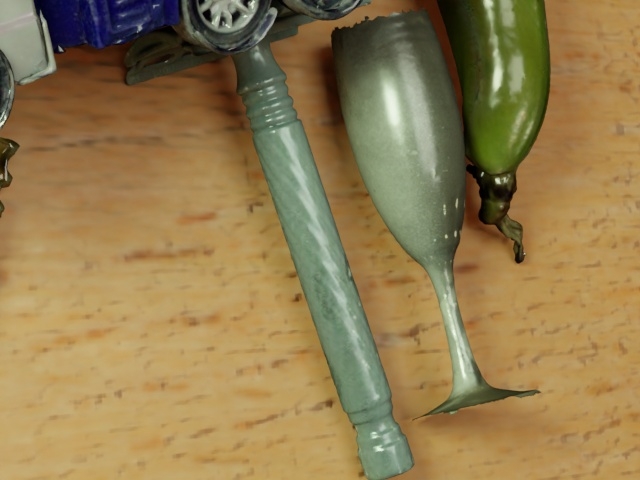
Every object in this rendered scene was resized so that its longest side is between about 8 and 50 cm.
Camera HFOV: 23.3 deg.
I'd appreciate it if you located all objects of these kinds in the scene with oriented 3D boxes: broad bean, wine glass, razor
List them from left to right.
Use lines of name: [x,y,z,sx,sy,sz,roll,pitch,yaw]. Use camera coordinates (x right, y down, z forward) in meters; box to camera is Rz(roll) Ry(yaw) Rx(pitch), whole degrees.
razor: [0.000,0.000,0.728,0.106,0.068,0.232,-23,96,-34]
wine glass: [0.053,-0.015,0.759,0.066,0.066,0.198,-10,84,-34]
broad bean: [0.075,-0.153,0.799,0.067,0.075,0.325,-2,79,-35]

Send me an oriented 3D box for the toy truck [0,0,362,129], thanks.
toy truck: [-0.101,-0.148,0.620,0.268,0.124,0.155,-25,122,-32]

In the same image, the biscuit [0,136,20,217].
biscuit: [-0.205,0.032,0.611,0.144,0.016,0.203,19,70,-28]
